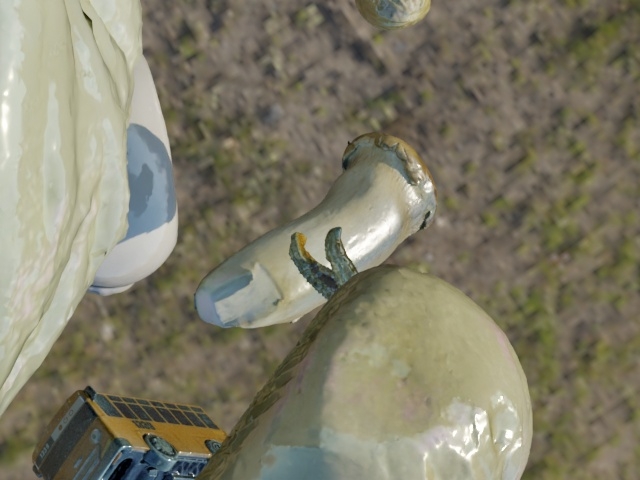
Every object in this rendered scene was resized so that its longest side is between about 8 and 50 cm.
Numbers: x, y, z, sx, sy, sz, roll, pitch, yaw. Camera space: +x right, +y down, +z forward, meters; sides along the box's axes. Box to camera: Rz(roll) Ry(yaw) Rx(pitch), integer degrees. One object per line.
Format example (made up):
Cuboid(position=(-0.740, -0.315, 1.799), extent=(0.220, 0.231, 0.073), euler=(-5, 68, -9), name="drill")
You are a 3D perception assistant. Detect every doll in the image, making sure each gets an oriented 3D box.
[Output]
Cuboid(position=(-0.223, -0.058, 1.453), extent=(0.221, 0.251, 0.221), euler=(-8, 118, -15), name="doll")

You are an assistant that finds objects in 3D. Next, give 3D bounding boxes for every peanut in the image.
Cuboid(position=(0.068, -0.252, 1.845), extent=(0.080, 0.174, 0.080), euler=(-2, 115, -4), name="peanut")

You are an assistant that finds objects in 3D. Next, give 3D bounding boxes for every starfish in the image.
Cuboid(position=(0.031, 0.062, 1.183), extent=(0.053, 0.208, 0.176), euler=(-32, 133, -12), name="starfish")

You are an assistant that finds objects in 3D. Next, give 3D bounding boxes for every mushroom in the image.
Cuboid(position=(0.000, 0.000, 1.304), extent=(0.209, 0.071, 0.084), euler=(-37, 136, -37), name="mushroom")

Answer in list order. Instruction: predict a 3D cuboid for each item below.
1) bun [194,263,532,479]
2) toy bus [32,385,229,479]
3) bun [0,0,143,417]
Cuboid(position=(0.018, 0.111, 0.887), extent=(0.193, 0.128, 0.178), euler=(-50, -177, 43), name="bun")
Cuboid(position=(-0.156, 0.186, 1.605), extent=(0.182, 0.103, 0.091), euler=(15, 114, -54), name="toy bus")
Cuboid(position=(-0.123, -0.056, 0.416), extent=(0.133, 0.231, 0.231), euler=(-21, 151, 37), name="bun")
